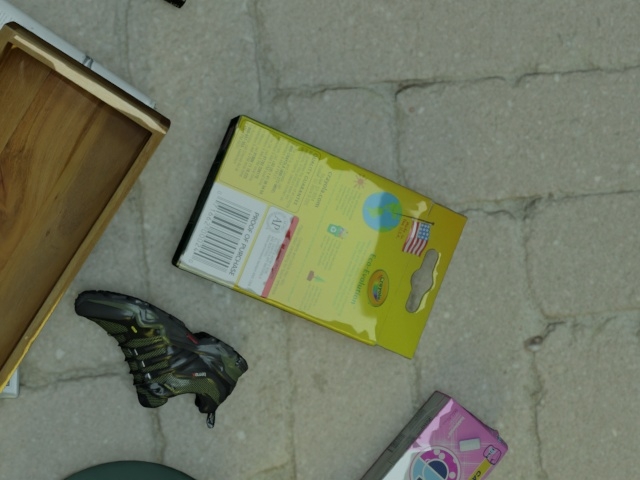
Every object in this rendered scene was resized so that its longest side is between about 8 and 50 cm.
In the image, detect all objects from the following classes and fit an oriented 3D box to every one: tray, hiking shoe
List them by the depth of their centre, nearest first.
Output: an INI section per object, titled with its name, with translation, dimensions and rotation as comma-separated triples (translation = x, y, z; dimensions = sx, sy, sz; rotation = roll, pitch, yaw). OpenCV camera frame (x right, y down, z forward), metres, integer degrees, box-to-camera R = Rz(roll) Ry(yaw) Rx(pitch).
[tray]
translation = -0.361, -0.012, 1.261
dimensions = 0.202, 0.076, 0.411
rotation = 32, 98, -12
[hiking shoe]
translation = -0.203, 0.141, 1.367
dimensions = 0.227, 0.086, 0.114
rotation = 28, 82, -14

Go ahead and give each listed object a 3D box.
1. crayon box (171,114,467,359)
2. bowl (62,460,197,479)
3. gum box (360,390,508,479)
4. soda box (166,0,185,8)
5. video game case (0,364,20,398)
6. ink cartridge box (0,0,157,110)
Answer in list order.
[crayon box]
translation = 0.000, 0.000, 1.415
dimensions = 0.318, 0.081, 0.202
rotation = 24, 86, -12
[bowl]
translation = -0.210, 0.405, 1.297
dimensions = 0.311, 0.163, 0.312
rotation = 4, 75, -15
[gum box]
translation = 0.143, 0.294, 1.466
dimensions = 0.107, 0.062, 0.188
rotation = 43, 82, -11
[soda box]
translation = -0.228, -0.346, 1.366
dimensions = 0.169, 0.053, 0.060
rotation = 26, 85, -12
[video game case]
translation = -0.446, 0.086, 1.340
dimensions = 0.183, 0.023, 0.201
rotation = 2, 92, -14
[ink cartridge box]
translation = -0.322, -0.153, 1.328
dimensions = 0.218, 0.092, 0.159
rotation = 34, 85, -11
